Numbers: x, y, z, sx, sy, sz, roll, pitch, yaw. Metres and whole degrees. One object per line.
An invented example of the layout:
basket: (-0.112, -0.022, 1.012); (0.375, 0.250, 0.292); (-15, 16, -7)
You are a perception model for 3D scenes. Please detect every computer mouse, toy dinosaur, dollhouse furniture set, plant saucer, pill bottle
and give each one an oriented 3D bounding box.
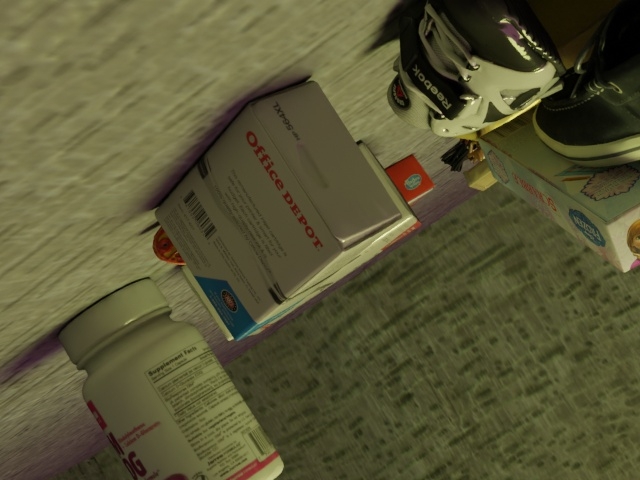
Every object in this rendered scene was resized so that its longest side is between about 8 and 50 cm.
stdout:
computer mouse: (0.338, -0.192, 2.099); (0.262, 0.060, 0.184); (-28, 171, -38)
toy dinosaur: (0.280, -0.188, 1.920); (0.112, 0.064, 0.211); (-39, 163, -35)
dollhouse furniture set: (0.257, -0.180, 1.792); (0.182, 0.101, 0.161); (-37, 149, 31)
plant saucer: (0.273, -0.240, 1.297); (0.332, 0.081, 0.333); (-34, 174, 15)
pill bottle: (-0.183, 0.198, 1.397); (0.160, 0.283, 0.160); (-33, 174, -4)

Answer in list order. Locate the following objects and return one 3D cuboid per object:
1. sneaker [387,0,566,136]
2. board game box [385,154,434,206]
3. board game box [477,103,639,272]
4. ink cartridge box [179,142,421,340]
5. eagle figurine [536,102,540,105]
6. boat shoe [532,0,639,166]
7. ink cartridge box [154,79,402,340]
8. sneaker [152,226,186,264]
sneaker: (0.122, -0.148, 0.992); (0.146, 0.122, 0.330); (-31, 167, 10)
board game box: (0.000, 0.000, 1.827); (0.316, 0.064, 0.242); (-30, 173, -33)
board game box: (0.380, -0.120, 1.284); (0.318, 0.066, 0.318); (-29, -154, -4)
ink cartridge box: (-0.019, 0.006, 1.527); (0.283, 0.117, 0.207); (-34, 174, 6)
eagle figurine: (0.410, -0.192, 1.674); (0.298, 0.226, 0.225); (-28, 173, -38)
boat shoe: (0.334, -0.173, 1.086); (0.186, 0.156, 0.500); (-34, -171, -11)
ink cartridge box: (-0.042, -0.023, 1.036); (0.086, 0.148, 0.203); (-27, 171, -41)
sneaker: (-0.094, -0.022, 1.197); (0.175, 0.064, 0.067); (-28, -178, -23)
